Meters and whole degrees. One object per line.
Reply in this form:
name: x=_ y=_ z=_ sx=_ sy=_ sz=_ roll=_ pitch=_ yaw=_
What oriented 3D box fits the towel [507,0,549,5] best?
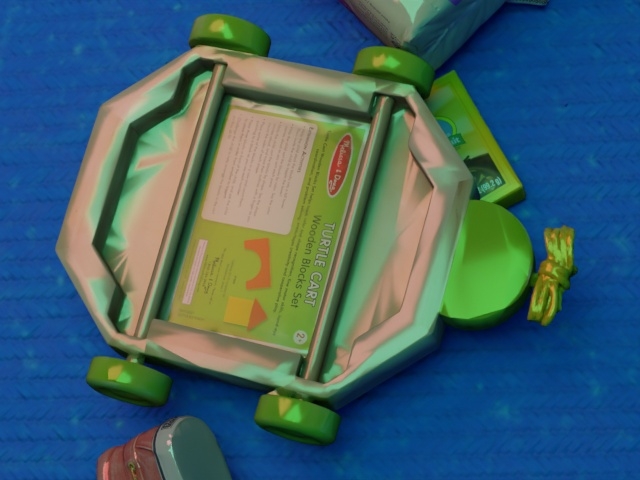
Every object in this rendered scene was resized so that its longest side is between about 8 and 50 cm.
towel: x=0.115 y=-0.265 z=1.447 sx=0.144 sy=0.029 sz=0.197 roll=10 pitch=76 yaw=15

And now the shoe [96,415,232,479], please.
shoe: x=-0.087 y=0.208 z=1.304 sx=0.081 sy=0.063 sz=0.178 roll=-24 pitch=84 yaw=36

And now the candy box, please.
candy box: x=0.027 y=-0.026 z=1.378 sx=0.206 sy=0.027 sz=0.105 roll=-29 pitch=65 yaw=1

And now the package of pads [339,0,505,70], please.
package of pads: x=0.092 y=-0.295 z=1.393 sx=0.296 sy=0.101 sz=0.229 roll=-43 pitch=71 yaw=-4

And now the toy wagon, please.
toy wagon: x=0.000 y=0.000 z=1.324 sx=0.344 sy=0.068 sz=0.267 roll=12 pitch=76 yaw=14
